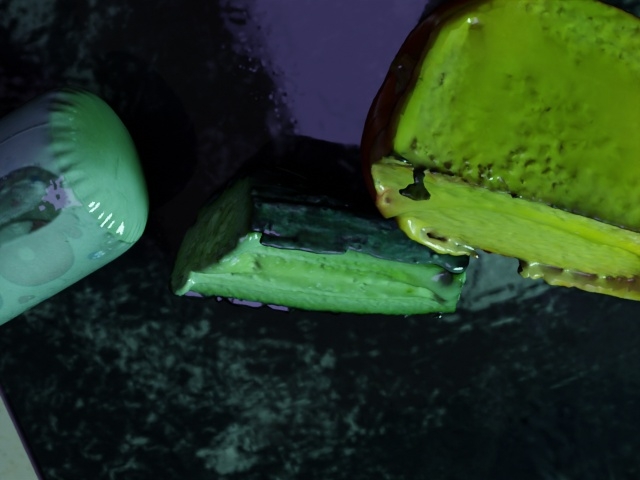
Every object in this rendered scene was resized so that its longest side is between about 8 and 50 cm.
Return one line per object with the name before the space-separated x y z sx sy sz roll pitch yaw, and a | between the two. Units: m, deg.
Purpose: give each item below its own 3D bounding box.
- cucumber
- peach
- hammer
cucumber | 0.000 0.000 1.014 0.193 0.085 0.115 12 153 4
peach | 0.159 -0.054 0.928 0.267 0.159 0.154 15 78 -5
hammer | -0.261 -0.106 1.016 0.206 0.119 0.335 -28 94 16
